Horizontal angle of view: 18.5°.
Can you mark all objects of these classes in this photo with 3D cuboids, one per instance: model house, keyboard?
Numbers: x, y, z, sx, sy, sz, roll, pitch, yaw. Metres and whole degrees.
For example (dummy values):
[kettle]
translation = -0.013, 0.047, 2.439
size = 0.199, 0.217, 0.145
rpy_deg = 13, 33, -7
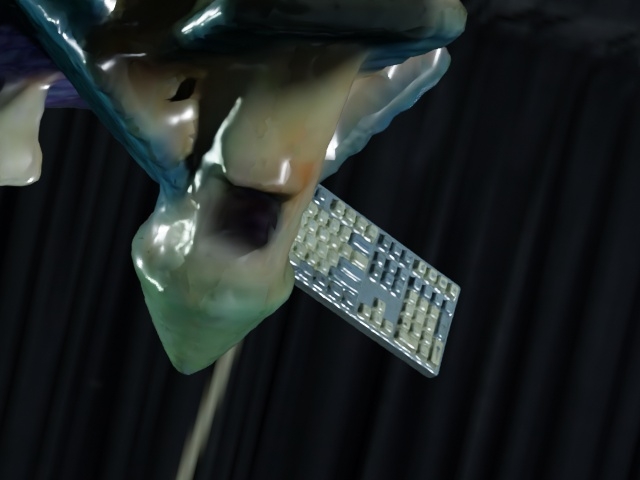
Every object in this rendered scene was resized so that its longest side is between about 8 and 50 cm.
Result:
[model house]
translation = -0.109, -0.119, 0.821
size = 0.245, 0.280, 0.312
rpy_deg = -5, -141, -39
[keyboard]
translation = -0.001, 0.001, 0.944
size = 0.176, 0.055, 0.014
rpy_deg = 36, 143, -27
